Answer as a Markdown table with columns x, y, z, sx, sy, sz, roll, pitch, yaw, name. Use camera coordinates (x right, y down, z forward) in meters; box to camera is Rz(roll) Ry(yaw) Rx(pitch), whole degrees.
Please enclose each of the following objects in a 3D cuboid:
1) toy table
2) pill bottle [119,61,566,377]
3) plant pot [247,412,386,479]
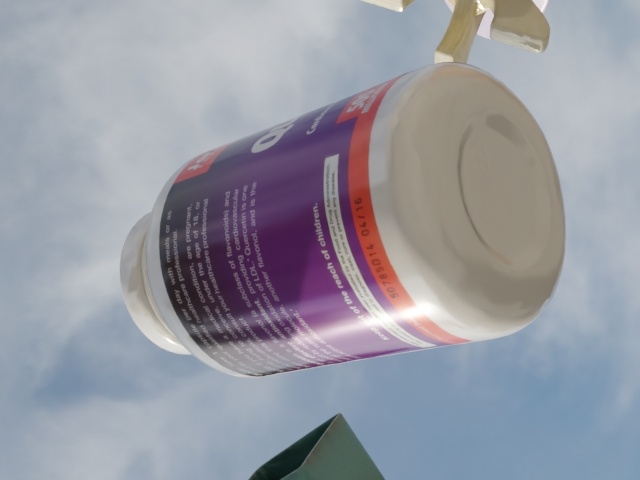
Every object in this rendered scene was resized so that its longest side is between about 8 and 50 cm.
| x | y | z | sx | sy | sz | roll | pitch | yaw | name |
| --- | --- | --- | --- | --- | --- | --- | --- | --- | --- |
| 0.190 | -0.319 | 1.346 | 0.161 | 0.252 | 0.274 | -55 | -36 | -29 | toy table |
| 0.000 | 0.000 | 0.785 | 0.181 | 0.323 | 0.181 | 17 | -113 | -44 | pill bottle |
| 0.016 | 0.388 | 1.433 | 0.234 | 0.165 | 0.165 | 51 | -155 | -1 | plant pot |
